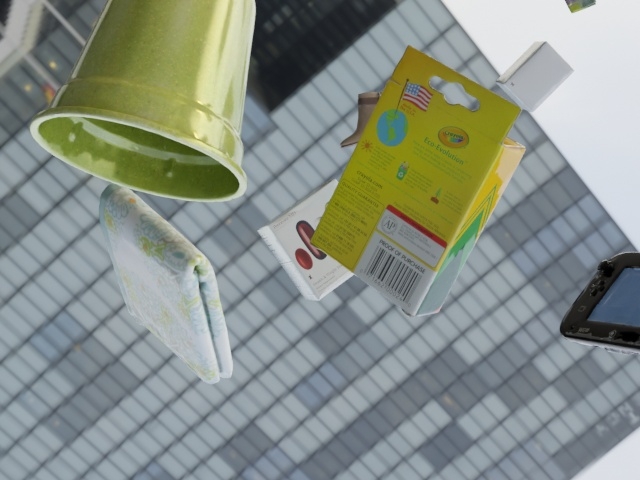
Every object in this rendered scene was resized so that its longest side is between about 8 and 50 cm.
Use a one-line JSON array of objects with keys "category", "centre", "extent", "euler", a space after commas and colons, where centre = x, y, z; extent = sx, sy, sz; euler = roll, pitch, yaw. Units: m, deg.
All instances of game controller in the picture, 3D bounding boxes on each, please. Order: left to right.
[{"category": "game controller", "centre": [0.450, 0.086, 1.471], "extent": [0.166, 0.067, 0.319], "euler": [-42, -169, -13]}]

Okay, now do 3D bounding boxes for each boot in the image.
[{"category": "boot", "centre": [0.081, -0.218, 1.889], "extent": [0.118, 0.087, 0.042], "euler": [-16, -175, -12]}]

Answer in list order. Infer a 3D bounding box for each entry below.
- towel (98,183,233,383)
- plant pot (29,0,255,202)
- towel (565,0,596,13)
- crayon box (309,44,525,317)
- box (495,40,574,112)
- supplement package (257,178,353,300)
[{"category": "towel", "centre": [-0.313, 0.092, 2.200], "extent": [0.090, 0.374, 0.320], "euler": [-35, -130, -27]}, {"category": "plant pot", "centre": [-0.197, -0.215, 1.363], "extent": [0.276, 0.276, 0.254], "euler": [-10, -118, 57]}, {"category": "towel", "centre": [0.527, -0.515, 2.203], "extent": [0.060, 0.083, 0.009], "euler": [-21, 172, 3]}, {"category": "crayon box", "centre": [0.141, -0.081, 1.474], "extent": [0.081, 0.202, 0.318], "euler": [-2, 123, -56]}, {"category": "box", "centre": [0.469, -0.362, 2.350], "extent": [0.130, 0.091, 0.170], "euler": [-45, -175, 10]}, {"category": "supplement package", "centre": [0.000, 0.000, 2.426], "extent": [0.194, 0.203, 0.149], "euler": [-36, -175, -12]}]
